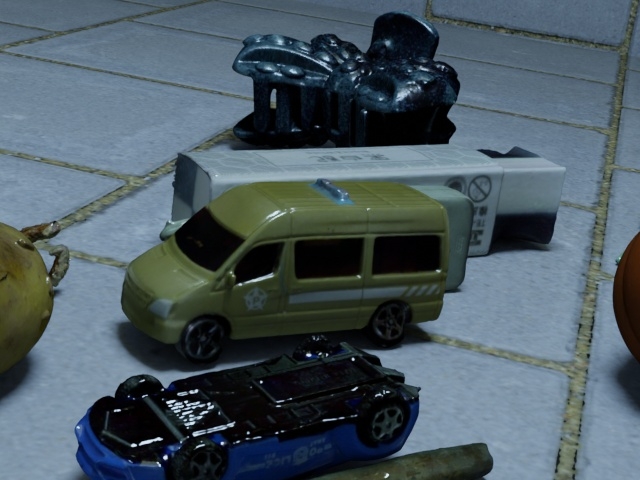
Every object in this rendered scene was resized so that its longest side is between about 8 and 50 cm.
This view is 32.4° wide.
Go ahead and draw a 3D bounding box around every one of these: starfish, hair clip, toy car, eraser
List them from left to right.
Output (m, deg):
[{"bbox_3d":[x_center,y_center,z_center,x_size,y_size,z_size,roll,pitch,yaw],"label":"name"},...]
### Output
[{"bbox_3d":[-0.310,0.021,0.881,0.209,0.053,0.150,-9,12,-30],"label":"starfish"},{"bbox_3d":[-0.040,0.114,0.667,0.216,0.063,0.103,-11,24,-28],"label":"toy car"},{"bbox_3d":[-0.024,0.015,0.863,0.256,0.124,0.101,-2,20,-29],"label":"toy car"},{"bbox_3d":[0.047,-0.174,1.357,0.310,0.194,0.206,23,31,34],"label":"hair clip"},{"bbox_3d":[0.055,-0.039,1.087,0.404,0.098,0.096,-4,22,-30],"label":"eraser"}]

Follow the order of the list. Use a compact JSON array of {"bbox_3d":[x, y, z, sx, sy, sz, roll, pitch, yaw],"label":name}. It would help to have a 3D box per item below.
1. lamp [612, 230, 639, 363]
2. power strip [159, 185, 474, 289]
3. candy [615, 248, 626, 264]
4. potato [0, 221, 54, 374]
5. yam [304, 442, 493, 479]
[{"bbox_3d":[0.335,0.036,0.837,0.223,0.196,0.223,-12,-14,-3],"label":"lamp"},{"bbox_3d":[0.000,0.000,0.963,0.288,0.093,0.053,-3,20,-27],"label":"power strip"},{"bbox_3d":[0.363,-0.011,1.221,0.194,0.062,0.058,-31,86,-49],"label":"candy"},{"bbox_3d":[-0.252,0.037,0.723,0.137,0.137,0.176,15,-1,20],"label":"potato"},{"bbox_3d":[0.008,0.150,0.645,0.234,0.029,0.027,-6,-4,-31],"label":"yam"}]
